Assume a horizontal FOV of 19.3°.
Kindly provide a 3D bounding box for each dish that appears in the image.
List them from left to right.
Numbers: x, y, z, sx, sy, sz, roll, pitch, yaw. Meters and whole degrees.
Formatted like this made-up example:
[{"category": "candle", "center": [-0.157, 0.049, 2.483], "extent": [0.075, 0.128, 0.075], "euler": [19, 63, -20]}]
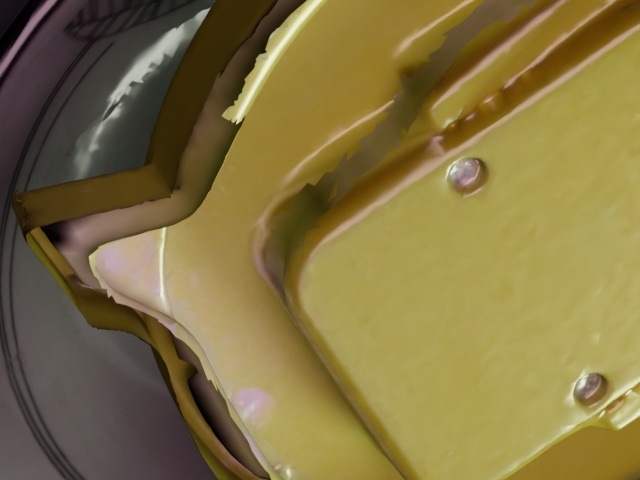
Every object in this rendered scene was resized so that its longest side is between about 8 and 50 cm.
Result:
[{"category": "dish", "center": [0.000, 0.000, 0.691], "extent": [0.316, 0.106, 0.316], "euler": [-6, 106, -21]}]

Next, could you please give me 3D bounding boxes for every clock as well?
[{"category": "clock", "center": [0.070, -0.011, 0.618], "extent": [0.293, 0.071, 0.277], "euler": [-28, 124, -4]}]
